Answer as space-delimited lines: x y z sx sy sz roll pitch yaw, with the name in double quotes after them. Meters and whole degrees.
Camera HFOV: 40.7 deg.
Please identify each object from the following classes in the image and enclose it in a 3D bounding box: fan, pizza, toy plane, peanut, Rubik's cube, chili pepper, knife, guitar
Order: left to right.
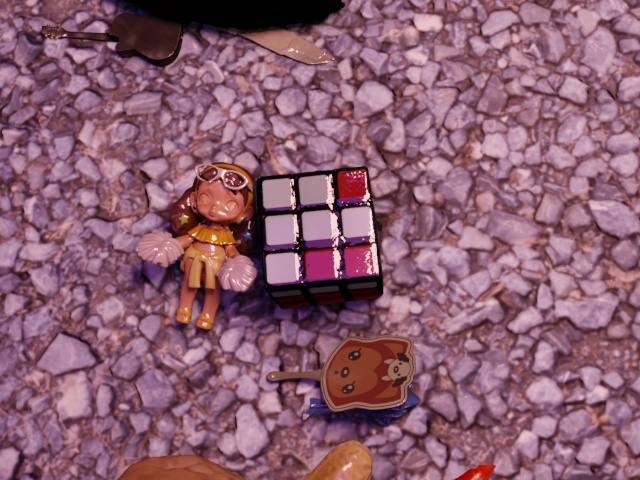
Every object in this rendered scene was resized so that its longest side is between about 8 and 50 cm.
-0.334 -0.329 1.374 0.233 0.025 0.088 6 74 6 "guitar"
-0.134 -0.464 1.356 0.435 0.080 0.392 -41 76 -8 "pizza"
-0.115 -0.338 1.364 0.298 0.017 0.047 24 73 10 "knife"
0.000 0.000 1.201 0.163 0.160 0.162 -5 77 4 "Rubik's cube"
0.007 0.347 1.163 0.080 0.080 0.174 42 86 12 "peanut"
0.027 0.186 1.203 0.220 0.009 0.132 -7 42 19 "fan"
0.057 0.230 1.202 0.167 0.054 0.062 -3 102 3 "toy plane"
0.154 0.351 1.158 0.191 0.059 0.050 -33 68 -1 "chili pepper"

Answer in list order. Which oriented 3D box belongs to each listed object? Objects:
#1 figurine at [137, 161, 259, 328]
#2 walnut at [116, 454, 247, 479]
-0.157 0.005 1.236 0.175 0.116 0.240 14 84 10 "figurine"
-0.183 0.403 1.086 0.273 0.227 0.273 -2 77 10 "walnut"
